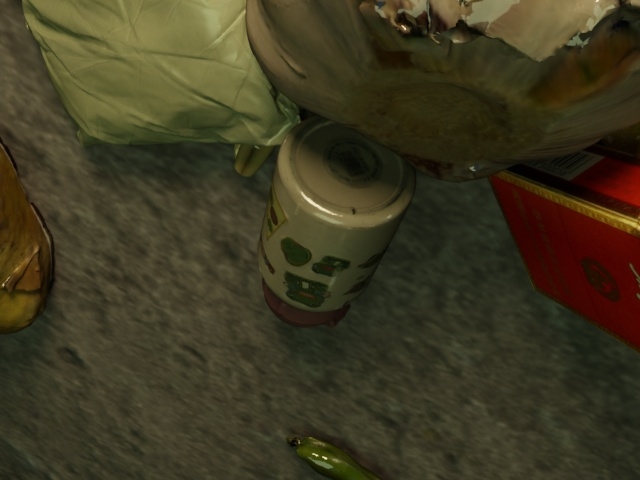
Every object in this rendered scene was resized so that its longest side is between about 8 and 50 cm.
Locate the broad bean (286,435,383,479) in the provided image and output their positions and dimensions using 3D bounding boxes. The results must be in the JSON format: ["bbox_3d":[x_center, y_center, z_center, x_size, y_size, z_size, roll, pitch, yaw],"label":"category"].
[{"bbox_3d":[0.062,0.327,1.048,0.254,0.046,0.065,44,133,-13],"label":"broad bean"}]

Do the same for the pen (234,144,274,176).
[{"bbox_3d":[-0.028,-0.147,0.745,0.040,0.032,0.233,45,128,14],"label":"pen"}]

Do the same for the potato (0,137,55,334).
[{"bbox_3d":[-0.450,0.012,0.902,0.247,0.196,0.299,1,127,20],"label":"potato"}]

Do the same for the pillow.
[{"bbox_3d":[-0.166,-0.202,0.712,0.275,0.076,0.280,3,126,29],"label":"pillow"}]

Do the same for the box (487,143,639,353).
[{"bbox_3d":[0.237,0.007,0.644,0.074,0.240,0.153,-29,115,-10],"label":"box"}]

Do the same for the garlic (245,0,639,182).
[{"bbox_3d":[0.099,-0.163,0.556,0.322,0.241,0.322,39,172,7],"label":"garlic"}]

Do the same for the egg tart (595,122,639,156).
[{"bbox_3d":[0.263,-0.095,0.677,0.105,0.039,0.105,8,126,11],"label":"egg tart"}]

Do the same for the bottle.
[{"bbox_3d":[0.000,0.000,0.763,0.120,0.120,0.253,24,148,1],"label":"bottle"}]
